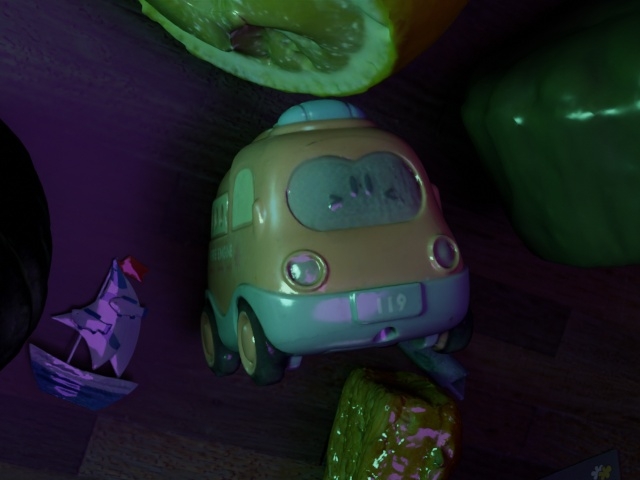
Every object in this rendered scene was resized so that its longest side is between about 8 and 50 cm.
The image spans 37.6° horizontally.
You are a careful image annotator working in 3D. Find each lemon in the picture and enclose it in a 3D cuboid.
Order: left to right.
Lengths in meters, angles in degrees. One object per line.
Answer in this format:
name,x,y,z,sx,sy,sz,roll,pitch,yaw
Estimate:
lemon,-0.001,-0.318,0.747,0.364,0.364,0.365,-4,100,-22

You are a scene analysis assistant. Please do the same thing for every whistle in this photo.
whistle,0.099,0.103,1.011,0.186,0.039,0.039,45,81,-22

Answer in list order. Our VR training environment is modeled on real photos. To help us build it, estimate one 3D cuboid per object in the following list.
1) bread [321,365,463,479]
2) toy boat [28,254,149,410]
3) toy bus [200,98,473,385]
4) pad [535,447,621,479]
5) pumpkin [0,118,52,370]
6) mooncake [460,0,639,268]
bread,0.052,0.323,0.949,0.109,0.185,0.381,11,95,-17
toy boat,-0.204,0.096,0.896,0.149,0.034,0.105,-48,110,-22
toy bus,0.000,0.000,0.831,0.194,0.287,0.232,-4,85,-19
pad,0.272,0.365,1.144,0.245,0.006,0.170,-15,104,-19
pumpkin,-0.341,0.034,0.703,0.295,0.296,0.296,-4,100,-22
mooncake,0.316,-0.139,0.890,0.356,0.356,0.194,-34,110,-14
